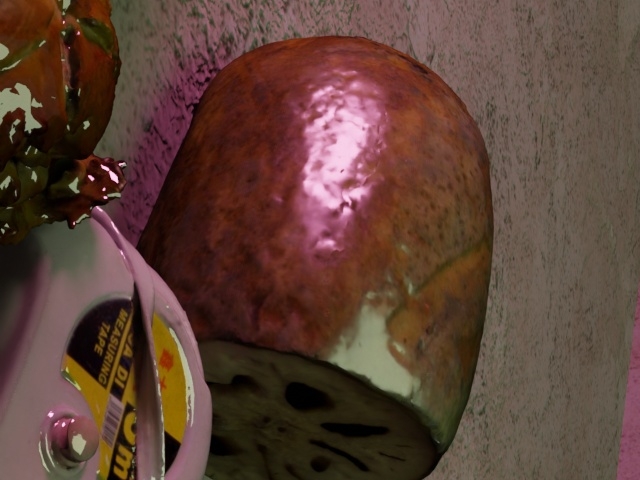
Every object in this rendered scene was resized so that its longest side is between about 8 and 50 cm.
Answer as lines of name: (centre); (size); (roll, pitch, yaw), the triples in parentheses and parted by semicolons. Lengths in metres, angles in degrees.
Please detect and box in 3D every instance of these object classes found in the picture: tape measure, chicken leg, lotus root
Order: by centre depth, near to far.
chicken leg: (-0.158, -0.121, 0.938); (0.361, 0.140, 0.211); (-55, 132, -51)
tape measure: (-0.144, 0.096, 0.986); (0.197, 0.120, 0.236); (47, 44, -40)
lotus root: (0.000, 0.000, 1.239); (0.250, 0.250, 0.346); (68, 25, -43)
